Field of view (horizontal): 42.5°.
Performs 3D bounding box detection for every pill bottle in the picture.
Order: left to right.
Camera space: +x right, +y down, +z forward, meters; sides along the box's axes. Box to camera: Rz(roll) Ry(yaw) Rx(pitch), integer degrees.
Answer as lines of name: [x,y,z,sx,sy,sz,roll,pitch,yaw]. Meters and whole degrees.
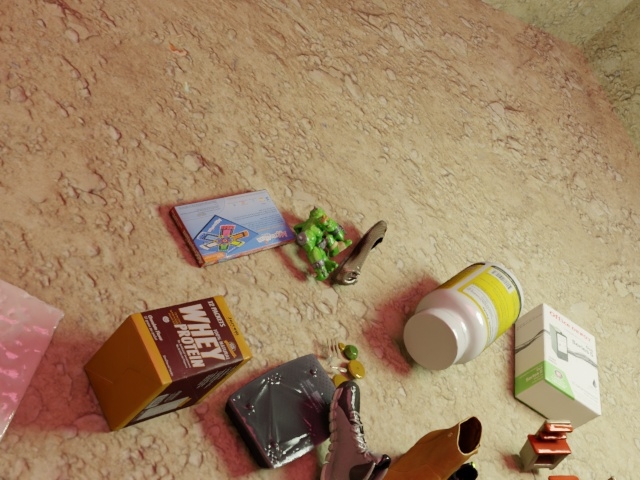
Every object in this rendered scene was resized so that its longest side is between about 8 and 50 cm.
pill bottle: [0.343,0.184,1.990,0.334,0.188,0.188,-25,75,-50]

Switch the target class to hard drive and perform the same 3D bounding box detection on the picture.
hard drive: [-0.061,0.332,1.600,0.255,0.054,0.172,-20,71,-50]

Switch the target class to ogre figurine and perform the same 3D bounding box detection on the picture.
ogre figurine: [0.000,0.000,1.922,0.118,0.097,0.197,54,51,-19]

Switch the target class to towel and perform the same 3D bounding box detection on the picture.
towel: [-0.602,0.157,1.266,0.332,0.053,0.316,30,42,-18]

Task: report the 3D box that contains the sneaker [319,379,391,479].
sneaker: [0.081,0.383,1.566,0.086,0.132,0.228,28,65,-48]

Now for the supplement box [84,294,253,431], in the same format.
supplement box: [-0.262,0.208,1.416,0.194,0.191,0.129,-10,64,-47]

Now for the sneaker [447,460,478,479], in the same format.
sneaker: [0.257,0.527,1.682,0.084,0.097,0.235,46,38,0]

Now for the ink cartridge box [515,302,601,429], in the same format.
ink cartridge box: [0.621,0.329,2.172,0.198,0.115,0.272,33,40,-16]

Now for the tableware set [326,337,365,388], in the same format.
tableware set: [0.055,0.286,1.773,0.104,0.024,0.154,19,45,-34]

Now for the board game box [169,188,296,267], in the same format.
board game box: [-0.189,-0.032,1.824,0.281,0.027,0.145,-15,67,-48]

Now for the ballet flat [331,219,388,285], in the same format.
ballet flat: [0.106,0.033,1.988,0.058,0.084,0.250,33,43,9]

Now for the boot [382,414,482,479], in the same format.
boot: [0.198,0.456,1.601,0.104,0.211,0.295,47,39,2]

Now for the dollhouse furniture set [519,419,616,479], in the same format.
dollhouse furniture set: [0.550,0.549,1.851,0.262,0.135,0.259,5,42,-21]
